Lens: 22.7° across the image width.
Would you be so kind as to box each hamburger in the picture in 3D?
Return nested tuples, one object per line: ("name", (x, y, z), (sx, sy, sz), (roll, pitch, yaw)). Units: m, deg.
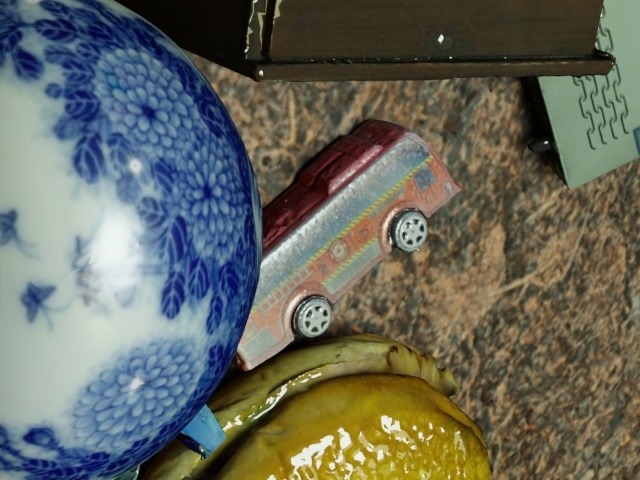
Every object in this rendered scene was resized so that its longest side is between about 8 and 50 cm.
("hamburger", (-0.024, 0.159, 1.025), (0.283, 0.144, 0.156), (-44, 120, -16))

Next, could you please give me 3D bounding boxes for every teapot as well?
("teapot", (-0.171, -0.001, 0.730), (0.280, 0.252, 0.424), (-8, 101, -50))

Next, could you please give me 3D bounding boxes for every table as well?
("table", (0.029, -0.245, 0.848), (0.250, 0.196, 0.282), (-5, 112, -36))

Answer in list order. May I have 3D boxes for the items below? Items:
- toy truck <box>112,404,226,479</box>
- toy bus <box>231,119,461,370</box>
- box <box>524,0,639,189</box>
("toy truck", (-0.145, 0.119, 0.927), (0.126, 0.113, 0.208), (32, 89, -42))
("toy bus", (0.000, 0.000, 1.023), (0.192, 0.065, 0.077), (-42, 122, -16))
("box", (0.210, -0.182, 1.086), (0.211, 0.045, 0.270), (-26, 126, -3))
